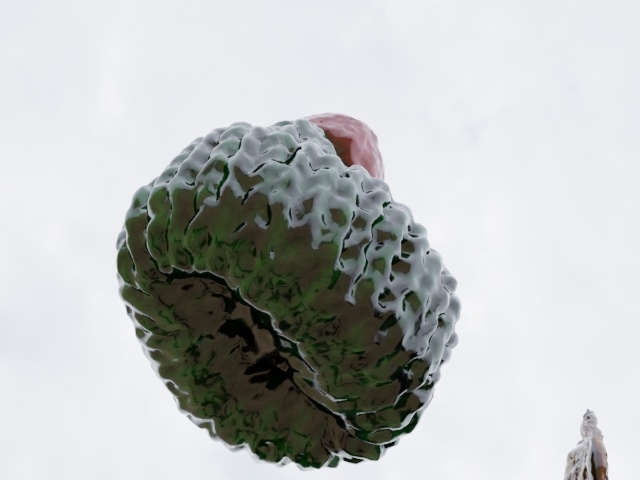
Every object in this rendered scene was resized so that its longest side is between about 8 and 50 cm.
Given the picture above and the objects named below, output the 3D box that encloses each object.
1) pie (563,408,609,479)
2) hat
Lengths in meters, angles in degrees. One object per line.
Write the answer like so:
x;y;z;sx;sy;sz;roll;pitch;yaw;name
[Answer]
0.197;0.213;0.633;0.033;0.088;0.191;2;-111;6;pie
0.000;0.000;0.728;0.242;0.332;0.274;-9;-60;26;hat
